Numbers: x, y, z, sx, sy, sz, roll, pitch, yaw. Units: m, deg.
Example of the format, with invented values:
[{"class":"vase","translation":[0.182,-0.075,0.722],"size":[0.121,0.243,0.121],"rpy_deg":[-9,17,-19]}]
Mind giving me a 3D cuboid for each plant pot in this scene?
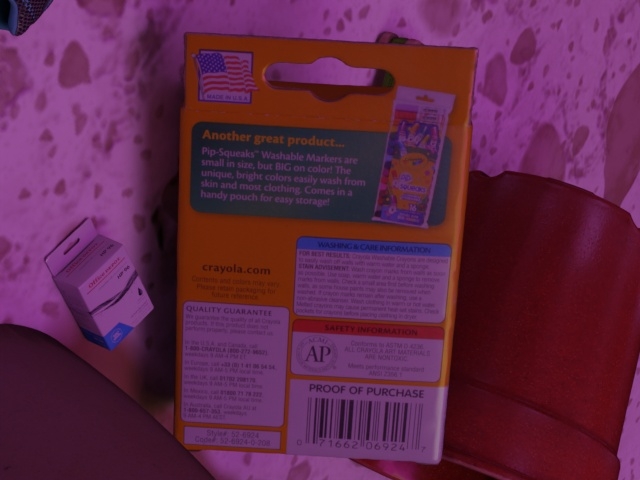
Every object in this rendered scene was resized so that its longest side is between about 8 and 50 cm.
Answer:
[{"class":"plant pot","translation":[0.168,0.096,1.324],"size":[0.272,0.272,0.265],"rpy_deg":[40,66,-52]},{"class":"plant pot","translation":[-0.145,0.217,0.950],"size":[0.256,0.274,0.256],"rpy_deg":[-27,127,-43]}]

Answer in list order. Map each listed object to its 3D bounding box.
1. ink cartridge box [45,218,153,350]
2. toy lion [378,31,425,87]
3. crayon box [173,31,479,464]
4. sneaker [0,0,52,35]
[{"class":"ink cartridge box","translation":[-0.155,0.031,1.053],"size":[0.048,0.028,0.083],"rpy_deg":[-48,138,-27]},{"class":"toy lion","translation":[0.072,-0.119,1.272],"size":[0.096,0.034,0.100],"rpy_deg":[10,98,-60]},{"class":"crayon box","translation":[0.000,0.000,1.090],"size":[0.083,0.203,0.323],"rpy_deg":[-87,-179,-67]},{"class":"sneaker","translation":[-0.204,-0.176,0.865],"size":[0.076,0.065,0.166],"rpy_deg":[-59,141,-7]}]
